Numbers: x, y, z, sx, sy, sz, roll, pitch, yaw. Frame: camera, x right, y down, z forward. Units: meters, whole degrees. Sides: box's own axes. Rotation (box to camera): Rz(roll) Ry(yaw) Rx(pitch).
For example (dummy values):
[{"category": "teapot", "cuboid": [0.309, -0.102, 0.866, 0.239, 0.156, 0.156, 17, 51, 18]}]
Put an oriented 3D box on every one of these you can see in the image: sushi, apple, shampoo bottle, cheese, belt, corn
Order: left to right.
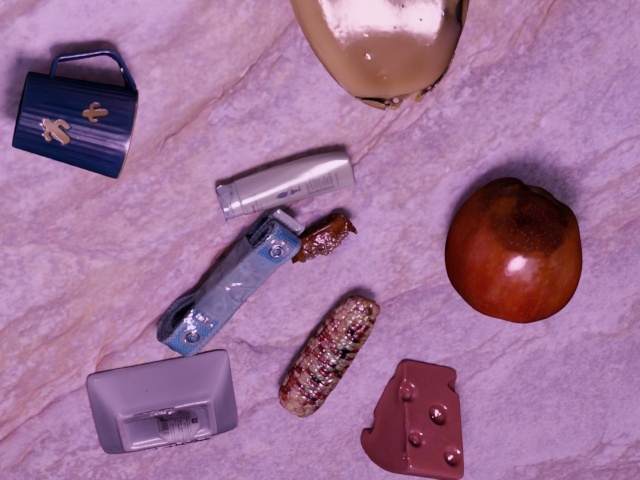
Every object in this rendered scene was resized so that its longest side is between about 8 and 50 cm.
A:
[{"category": "belt", "cuboid": [-0.145, 0.067, 1.963, 0.072, 0.087, 0.302, 38, 108, -24]}, {"category": "shampoo bottle", "cuboid": [-0.054, -0.084, 1.903, 0.212, 0.049, 0.072, -19, 136, -1]}, {"category": "sushi", "cuboid": [0.000, 0.000, 1.975, 0.120, 0.052, 0.055, -31, 110, 5]}, {"category": "corn", "cuboid": [0.015, 0.189, 2.086, 0.086, 0.086, 0.253, 22, 114, -26]}, {"category": "cheese", "cuboid": [0.095, -0.329, 1.735, 0.259, 0.128, 0.316, -14, 120, 5]}, {"category": "cheese", "cuboid": [0.154, 0.343, 2.215, 0.128, 0.203, 0.177, 11, 151, -25]}, {"category": "apple", "cuboid": [0.312, 0.014, 1.960, 0.230, 0.230, 0.230, -7, 125, -10]}]

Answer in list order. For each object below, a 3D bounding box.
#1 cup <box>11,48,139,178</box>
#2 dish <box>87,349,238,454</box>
[{"category": "cup", "cuboid": [-0.340, -0.186, 1.728, 0.155, 0.131, 0.176, 11, 91, -17]}, {"category": "dish", "cuboid": [-0.261, 0.294, 2.090, 0.243, 0.080, 0.182, -11, 125, -8]}]
